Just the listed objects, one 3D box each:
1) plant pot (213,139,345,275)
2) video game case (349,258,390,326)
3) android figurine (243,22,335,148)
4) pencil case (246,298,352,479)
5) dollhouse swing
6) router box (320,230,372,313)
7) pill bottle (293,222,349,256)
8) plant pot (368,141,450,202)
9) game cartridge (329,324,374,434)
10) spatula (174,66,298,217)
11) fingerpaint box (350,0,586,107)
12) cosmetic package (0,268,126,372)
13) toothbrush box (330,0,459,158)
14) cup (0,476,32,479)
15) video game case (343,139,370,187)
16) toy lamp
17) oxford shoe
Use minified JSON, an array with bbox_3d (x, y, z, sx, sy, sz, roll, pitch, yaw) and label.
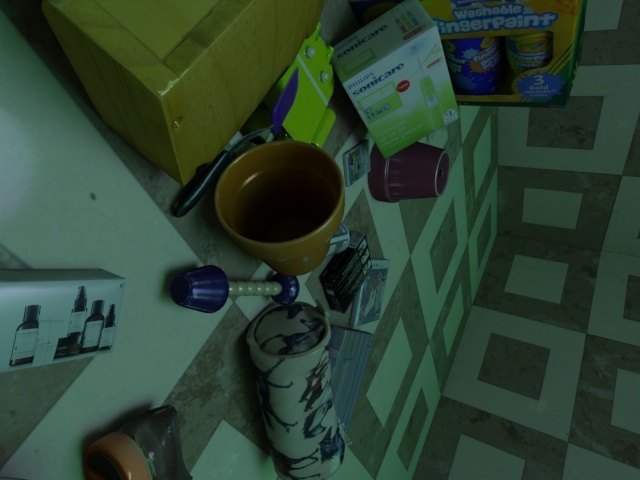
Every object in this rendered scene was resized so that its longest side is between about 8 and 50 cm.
[{"bbox_3d":[-0.057,-0.035,0.727,0.188,0.205,0.205,80,34,-60],"label":"plant pot"},{"bbox_3d":[0.155,0.156,1.285,0.183,0.023,0.201,4,97,-59],"label":"video game case"},{"bbox_3d":[-0.046,-0.276,0.777,0.248,0.056,0.272,46,63,-54],"label":"android figurine"},{"bbox_3d":[-0.039,0.326,0.889,0.184,0.160,0.410,-24,122,-31],"label":"pencil case"},{"bbox_3d":[-0.190,-0.320,0.486,0.346,0.305,0.315,-58,-176,-18],"label":"dollhouse swing"},{"bbox_3d":[0.073,0.083,1.102,0.179,0.046,0.133,-53,142,-35],"label":"router box"},{"bbox_3d":[0.000,0.000,0.923,0.137,0.078,0.078,-13,111,-56],"label":"pill bottle"},{"bbox_3d":[0.258,-0.197,1.178,0.201,0.180,0.201,-29,125,-52],"label":"plant pot"},{"bbox_3d":[0.044,0.419,1.164,0.230,0.068,0.354,28,76,-54],"label":"game cartridge"},{"bbox_3d":[-0.122,-0.147,0.652,0.296,0.030,0.084,-48,173,-11],"label":"spatula"},{"bbox_3d":[0.347,-0.483,0.965,0.371,0.445,0.163,40,67,-57],"label":"fingerpaint box"},{"bbox_3d":[-0.329,0.081,0.429,0.239,0.061,0.098,6,95,-59],"label":"cosmetic package"},{"bbox_3d":[0.172,-0.346,0.939,0.283,0.206,0.122,43,24,-55],"label":"toothbrush box"},{"bbox_3d":[-0.338,0.420,0.337,0.331,0.331,0.237,-10,135,-57],"label":"cup"},{"bbox_3d":[0.095,-0.199,1.074,0.122,0.011,0.087,-42,134,-45],"label":"video game case"},{"bbox_3d":[-0.137,0.083,0.728,0.275,0.080,0.080,7,94,-59],"label":"toy lamp"},{"bbox_3d":[-0.243,0.428,0.633,0.133,0.130,0.363,-28,124,-60],"label":"oxford shoe"}]
